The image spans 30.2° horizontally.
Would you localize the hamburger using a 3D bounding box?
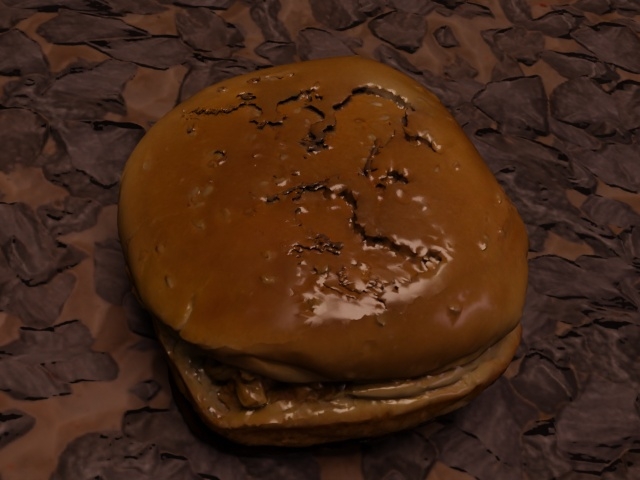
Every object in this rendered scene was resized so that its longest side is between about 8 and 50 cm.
[{"bbox_3d":[-0.001,0.005,0.893,0.284,0.174,0.304,-17,48,-13],"label":"hamburger"}]
